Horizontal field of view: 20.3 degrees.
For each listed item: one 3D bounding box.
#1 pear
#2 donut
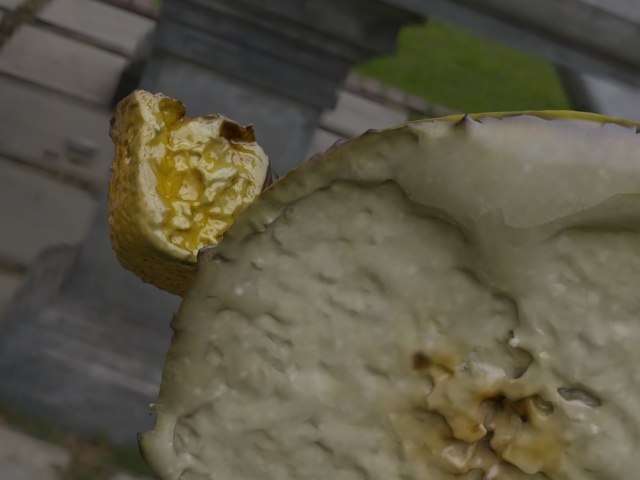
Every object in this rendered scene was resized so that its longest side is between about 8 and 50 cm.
[{"bbox_3d":[0.072,0.036,0.690,0.267,0.267,0.178,20,28,-3],"label":"pear"},{"bbox_3d":[0.000,0.000,1.768,0.435,0.163,0.377,7,-15,18],"label":"donut"}]
